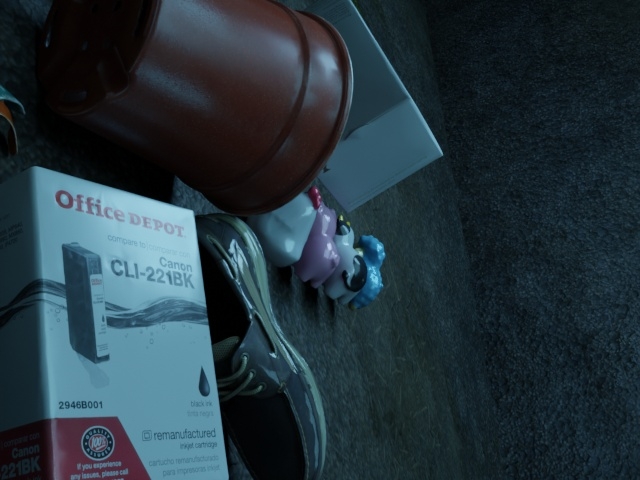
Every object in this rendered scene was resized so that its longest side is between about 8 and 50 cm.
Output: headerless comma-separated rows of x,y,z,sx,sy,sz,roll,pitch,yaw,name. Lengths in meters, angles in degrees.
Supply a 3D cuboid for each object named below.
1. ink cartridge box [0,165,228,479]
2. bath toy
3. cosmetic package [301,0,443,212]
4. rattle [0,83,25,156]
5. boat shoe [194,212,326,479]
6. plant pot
-0.201,0.093,0.697,0.197,0.114,0.272,16,58,-54,ink cartridge box
0.000,0.000,1.277,0.151,0.129,0.348,45,6,30,bath toy
0.039,-0.251,1.350,0.155,0.197,0.365,48,17,-47,cosmetic package
-0.294,-0.176,0.685,0.199,0.143,0.130,50,12,-33,rattle
-0.106,0.137,0.922,0.130,0.132,0.355,1,64,-66,boat shoe
-0.148,-0.191,0.888,0.265,0.272,0.272,21,54,-50,plant pot
